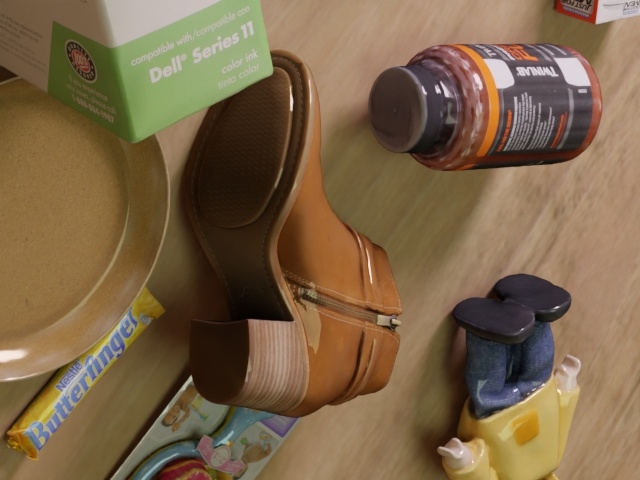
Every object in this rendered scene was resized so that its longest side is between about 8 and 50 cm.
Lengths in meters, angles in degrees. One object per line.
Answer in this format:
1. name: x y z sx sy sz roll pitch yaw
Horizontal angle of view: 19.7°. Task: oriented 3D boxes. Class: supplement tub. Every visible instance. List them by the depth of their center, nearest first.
1. supplement tub: 0.135 -0.111 1.533 0.198 0.106 0.106 -6 114 -40

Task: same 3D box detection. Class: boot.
1. boot: 0.000 0.000 1.474 0.220 0.109 0.283 4 87 -55

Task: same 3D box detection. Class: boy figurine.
1. boy figurine: 0.179 0.180 1.726 0.177 0.092 0.285 -25 122 -34

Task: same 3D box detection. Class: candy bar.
1. candy bar: -0.181 0.102 1.420 0.161 0.018 0.040 -50 134 -12

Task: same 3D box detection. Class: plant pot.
1. plant pot: -0.214 -0.012 1.326 0.236 0.032 0.236 -19 121 -35

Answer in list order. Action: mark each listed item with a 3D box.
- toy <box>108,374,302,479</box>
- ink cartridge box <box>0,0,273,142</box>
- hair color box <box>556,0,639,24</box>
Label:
1. toy: -0.100 0.204 1.514 0.237 0.056 0.137 -55 134 -6
2. ink cartridge box: -0.156 -0.263 1.130 0.119 0.207 0.353 -29 127 -27
3. hair color box: 0.261 -0.278 1.600 0.093 0.053 0.167 -14 118 -38
